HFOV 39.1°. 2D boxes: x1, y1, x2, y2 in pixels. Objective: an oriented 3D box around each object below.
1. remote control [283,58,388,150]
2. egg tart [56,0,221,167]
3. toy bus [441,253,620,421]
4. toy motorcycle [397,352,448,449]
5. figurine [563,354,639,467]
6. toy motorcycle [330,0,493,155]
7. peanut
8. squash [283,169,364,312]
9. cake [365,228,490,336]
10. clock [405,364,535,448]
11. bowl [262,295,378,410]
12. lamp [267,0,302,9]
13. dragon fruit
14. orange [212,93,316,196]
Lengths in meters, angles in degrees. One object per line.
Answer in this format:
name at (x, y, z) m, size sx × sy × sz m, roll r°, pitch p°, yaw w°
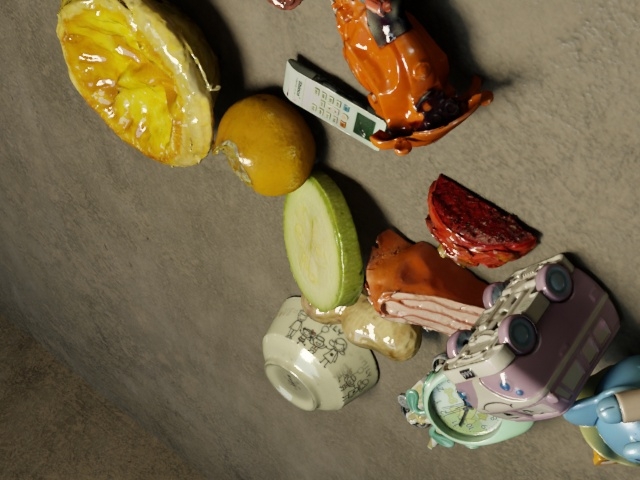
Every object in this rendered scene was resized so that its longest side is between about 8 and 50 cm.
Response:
remote control at (0.021, -0.188, 1.224) m, size 0.166 × 0.029 × 0.065 m, roll 32°, pitch 147°, yaw 13°
egg tart at (-0.259, -0.261, 1.377) m, size 0.341 × 0.132 × 0.341 m, roll 32°, pitch 149°, yaw 22°
toy bus at (0.266, 0.132, 1.138) m, size 0.142 × 0.202 × 0.142 m, roll 47°, pitch 150°, yaw -8°
toy motorcycle at (0.215, 0.283, 1.518) m, size 0.151 × 0.074 × 0.228 m, roll 42°, pitch 141°, yaw 16°
figurine at (0.401, 0.192, 1.083) m, size 0.154 × 0.180 × 0.262 m, roll 54°, pitch 164°, yaw 26°
toy motorcycle at (0.081, -0.226, 0.998) m, size 0.221 × 0.148 × 0.325 m, roll 48°, pitch 166°, yaw 45°
peanut at (0.067, 0.120, 1.469) m, size 0.228 × 0.104 × 0.085 m, roll 27°, pitch 151°, yaw 32°
squash at (-0.004, 0.001, 1.384) m, size 0.219 × 0.041 × 0.219 m, roll 42°, pitch 139°, yaw 50°
cake at (0.188, 0.097, 1.293) m, size 0.287 × 0.135 × 0.098 m, roll 27°, pitch 132°, yaw 13°
clock at (0.228, 0.247, 1.396) m, size 0.188 × 0.060 × 0.148 m, roll -29°, pitch 101°, yaw 31°
bowl at (-0.019, 0.233, 1.697) m, size 0.238 × 0.126 × 0.237 m, roll 31°, pitch 149°, yaw 22°
lamp at (-0.114, -0.375, 1.040) m, size 0.223 × 0.151 × 0.215 m, roll 29°, pitch 151°, yaw 23°
dragon fruit at (0.195, 0.002, 1.192) m, size 0.162 × 0.083 × 0.106 m, roll 32°, pitch 150°, yaw 18°
orange at (-0.084, -0.137, 1.315) m, size 0.156 × 0.134 × 0.156 m, roll 25°, pitch 128°, yaw 38°
